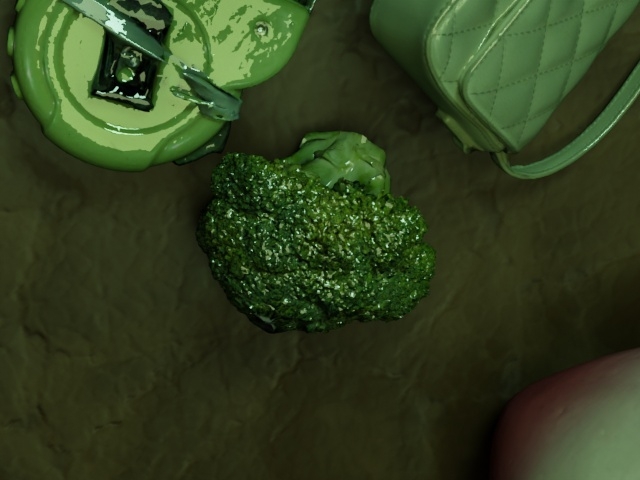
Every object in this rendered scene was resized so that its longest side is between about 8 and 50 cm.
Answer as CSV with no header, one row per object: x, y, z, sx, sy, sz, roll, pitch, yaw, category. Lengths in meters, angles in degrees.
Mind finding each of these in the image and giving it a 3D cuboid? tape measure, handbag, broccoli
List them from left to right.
-0.112,-0.118,0.928,0.177,0.087,0.154,21,102,-14,tape measure
0.000,0.000,0.968,0.162,0.146,0.138,29,67,-3,broccoli
0.166,-0.159,0.953,0.256,0.079,0.219,-51,135,0,handbag

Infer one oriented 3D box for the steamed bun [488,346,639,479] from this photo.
0.238,0.190,1.009,0.309,0.309,0.309,-3,107,-11,steamed bun
